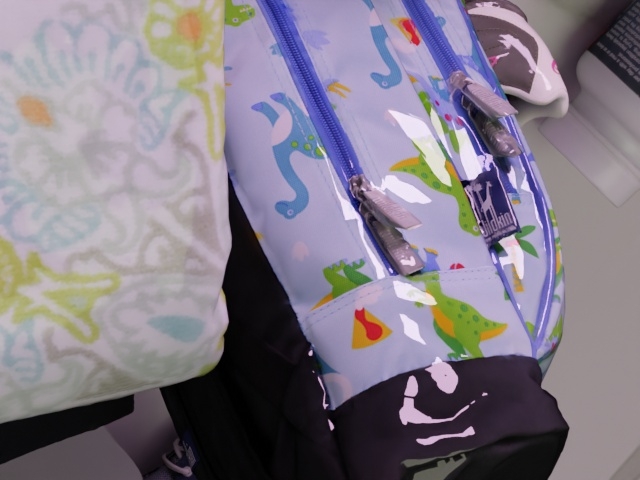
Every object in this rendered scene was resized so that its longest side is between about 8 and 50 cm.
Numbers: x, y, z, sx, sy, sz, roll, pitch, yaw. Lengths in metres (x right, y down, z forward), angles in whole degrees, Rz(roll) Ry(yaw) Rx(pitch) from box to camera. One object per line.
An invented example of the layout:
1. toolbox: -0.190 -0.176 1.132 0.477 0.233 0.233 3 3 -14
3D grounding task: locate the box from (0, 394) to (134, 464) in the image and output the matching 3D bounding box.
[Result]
1. box: -0.173 0.006 1.066 0.093 0.158 0.156 -19 140 -23

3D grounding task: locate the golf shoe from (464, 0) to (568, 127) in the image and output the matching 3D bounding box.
1. golf shoe: 0.031 -0.045 1.234 0.273 0.120 0.105 -46 146 9

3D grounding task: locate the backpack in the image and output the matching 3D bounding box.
1. backpack: 0.000 0.000 1.057 0.273 0.355 0.290 -30 159 -18

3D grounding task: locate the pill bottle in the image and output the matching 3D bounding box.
1. pill bottle: 0.241 -0.114 1.358 0.180 0.108 0.108 -46 144 7

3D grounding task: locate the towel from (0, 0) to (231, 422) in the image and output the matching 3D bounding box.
1. towel: -0.188 -0.090 0.810 0.320 0.090 0.374 -9 109 -27

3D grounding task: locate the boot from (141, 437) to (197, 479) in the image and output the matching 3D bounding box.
1. boot: -0.085 0.151 1.395 0.190 0.069 0.086 -17 115 -21

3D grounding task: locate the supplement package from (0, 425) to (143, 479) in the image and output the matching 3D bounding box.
1. supplement package: -0.228 0.261 1.271 0.175 0.177 0.293 -8 133 -36
